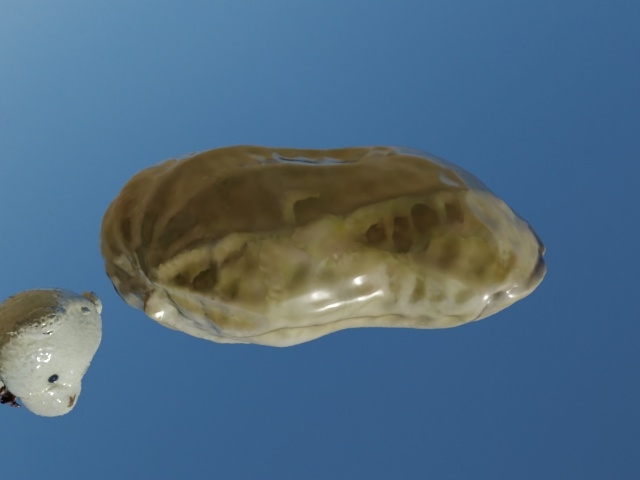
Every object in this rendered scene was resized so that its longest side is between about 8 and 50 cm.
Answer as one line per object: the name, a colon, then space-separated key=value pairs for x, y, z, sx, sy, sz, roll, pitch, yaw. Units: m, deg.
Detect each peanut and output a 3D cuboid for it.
peanut: x=-0.001 y=-0.002 z=0.701 sx=0.174 sy=0.340 sz=0.158 roll=-174 pitch=-103 yaw=-80

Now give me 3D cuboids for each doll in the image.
doll: x=-0.382 y=0.151 z=1.013 sx=0.278 sy=0.149 sz=0.175 roll=-19 pitch=-175 yaw=5
